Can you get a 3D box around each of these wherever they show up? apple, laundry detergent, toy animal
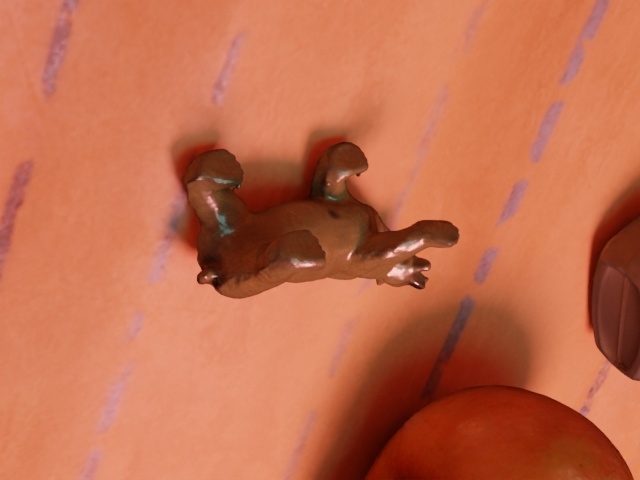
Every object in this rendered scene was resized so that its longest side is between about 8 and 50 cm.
[{"bbox_3d":[0.138,0.244,1.182,0.253,0.253,0.254,-21,132,-25],"label":"apple"},{"bbox_3d":[0.366,0.017,1.286,0.253,0.091,0.181,-26,136,-21],"label":"laundry detergent"},{"bbox_3d":[0.000,0.000,0.992,0.218,0.103,0.101,-8,145,-37],"label":"toy animal"}]
